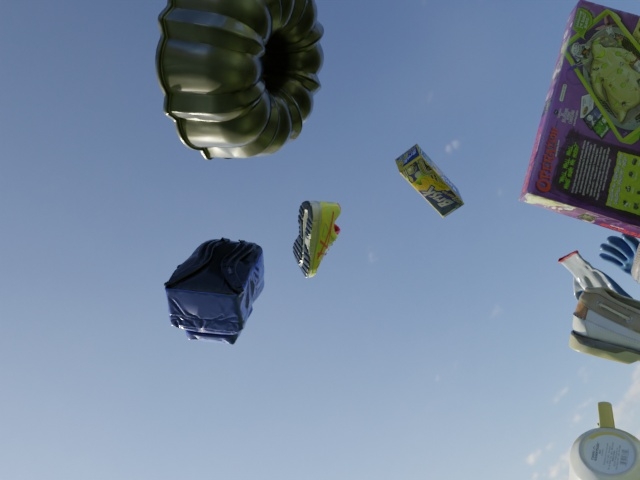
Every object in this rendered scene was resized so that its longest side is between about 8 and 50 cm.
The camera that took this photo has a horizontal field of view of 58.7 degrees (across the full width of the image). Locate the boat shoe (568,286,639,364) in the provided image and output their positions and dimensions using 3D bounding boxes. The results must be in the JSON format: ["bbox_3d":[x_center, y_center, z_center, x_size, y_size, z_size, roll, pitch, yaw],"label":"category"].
[{"bbox_3d":[0.526,0.138,0.823,0.113,0.302,0.104,-2,-81,-60],"label":"boat shoe"}]

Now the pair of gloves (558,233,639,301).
[{"bbox_3d":[0.510,0.064,0.978,0.023,0.159,0.198,-50,6,-34],"label":"pair of gloves"}]

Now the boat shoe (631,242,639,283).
[{"bbox_3d":[0.481,-0.012,0.568,0.324,0.116,0.123,-29,-47,-2],"label":"boat shoe"}]

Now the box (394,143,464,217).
[{"bbox_3d":[0.234,-0.124,1.209,0.059,0.054,0.169,-35,-54,23],"label":"box"}]

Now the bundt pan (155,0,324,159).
[{"bbox_3d":[-0.096,-0.278,0.885,0.331,0.124,0.331,-43,-39,-50],"label":"bundt pan"}]

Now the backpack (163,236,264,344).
[{"bbox_3d":[-0.121,0.057,0.678,0.097,0.120,0.101,9,-56,7],"label":"backpack"}]

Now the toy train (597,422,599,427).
[{"bbox_3d":[0.364,0.257,0.689,0.017,0.083,0.023,-37,-44,19],"label":"toy train"}]

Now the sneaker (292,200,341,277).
[{"bbox_3d":[0.000,0.000,1.234,0.094,0.081,0.209,-13,-42,-26],"label":"sneaker"}]

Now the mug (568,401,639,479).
[{"bbox_3d":[0.192,0.154,0.383,0.062,0.078,0.064,-27,-57,0],"label":"mug"}]

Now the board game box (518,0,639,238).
[{"bbox_3d":[0.456,-0.192,0.885,0.056,0.208,0.347,104,-174,-78],"label":"board game box"}]
